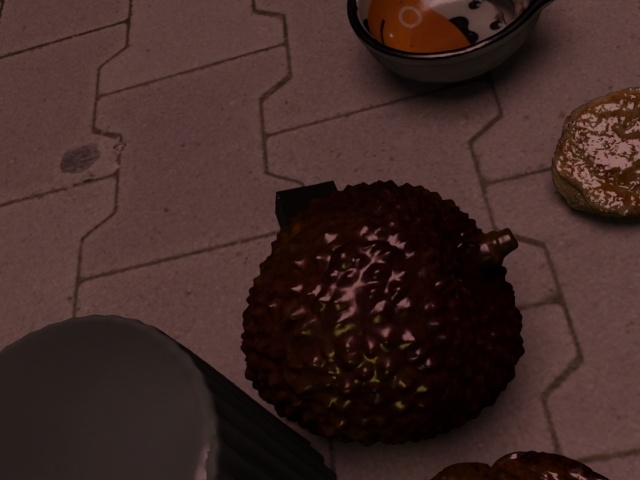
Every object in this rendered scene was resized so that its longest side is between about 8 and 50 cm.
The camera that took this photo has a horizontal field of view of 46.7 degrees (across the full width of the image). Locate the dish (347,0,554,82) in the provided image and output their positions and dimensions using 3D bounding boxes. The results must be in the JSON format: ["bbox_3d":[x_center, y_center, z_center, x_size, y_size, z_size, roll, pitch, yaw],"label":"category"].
[{"bbox_3d":[0.186,-0.318,1.046,0.303,0.120,0.303,-8,56,12],"label":"dish"}]

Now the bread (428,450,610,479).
[{"bbox_3d":[0.180,0.308,0.630,0.247,0.135,0.232,18,65,26],"label":"bread"}]

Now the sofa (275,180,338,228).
[{"bbox_3d":[0.000,0.000,0.945,0.085,0.060,0.147,-13,53,-12],"label":"sofa"}]

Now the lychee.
[{"bbox_3d":[0.060,0.070,0.741,0.304,0.276,0.275,-36,51,23],"label":"lychee"}]

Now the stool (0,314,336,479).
[{"bbox_3d":[-0.146,0.247,0.653,0.297,0.330,0.297,-8,57,12],"label":"stool"}]

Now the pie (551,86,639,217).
[{"bbox_3d":[0.370,-0.098,0.874,0.194,0.079,0.163,-10,66,10],"label":"pie"}]
